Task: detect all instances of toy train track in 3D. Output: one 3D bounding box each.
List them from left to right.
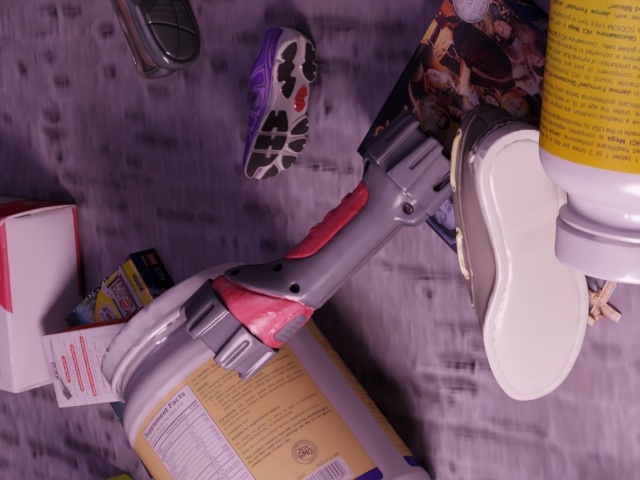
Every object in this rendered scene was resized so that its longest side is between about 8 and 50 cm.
[{"bbox_3d":[0.272,0.048,1.681,0.048,0.014,0.083,40,124,28],"label":"toy train track"}]

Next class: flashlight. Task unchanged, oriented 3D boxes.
[{"bbox_3d":[0.000,0.000,1.720,0.304,0.103,0.103,-46,111,6],"label":"flashlight"}]

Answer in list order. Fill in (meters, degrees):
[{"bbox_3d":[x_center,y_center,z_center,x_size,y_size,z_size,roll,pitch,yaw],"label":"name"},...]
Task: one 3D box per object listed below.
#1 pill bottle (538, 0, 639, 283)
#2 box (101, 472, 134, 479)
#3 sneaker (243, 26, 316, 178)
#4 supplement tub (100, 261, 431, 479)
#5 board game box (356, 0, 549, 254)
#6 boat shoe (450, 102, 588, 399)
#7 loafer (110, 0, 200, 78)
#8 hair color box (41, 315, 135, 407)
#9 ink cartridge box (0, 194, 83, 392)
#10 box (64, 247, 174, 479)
[{"bbox_3d":[0.285,-0.140,1.504,0.188,0.188,0.334,17,111,38],"label":"pill bottle"},{"bbox_3d":[-0.223,0.355,2.139,0.178,0.109,0.042,33,117,32],"label":"box"},{"bbox_3d":[-0.050,-0.149,1.904,0.071,0.068,0.170,33,113,49],"label":"sneaker"},{"bbox_3d":[-0.061,0.212,1.868,0.331,0.241,0.241,53,129,20],"label":"supplement tub"},{"bbox_3d":[0.151,-0.127,1.727,0.165,0.042,0.243,47,127,23],"label":"board game box"},{"bbox_3d":[0.185,0.012,1.678,0.091,0.109,0.305,-126,23,-56],"label":"boat shoe"},{"bbox_3d":[-0.223,-0.309,1.990,0.084,0.096,0.267,-22,87,49],"label":"loafer"},{"bbox_3d":[-0.253,0.143,2.090,0.167,0.053,0.093,-10,95,42],"label":"hair color box"},{"bbox_3d":[-0.448,0.055,2.255,0.306,0.131,0.226,9,107,42],"label":"ink cartridge box"},{"bbox_3d":[-0.202,0.149,2.113,0.159,0.044,0.233,-41,72,40],"label":"box"}]
